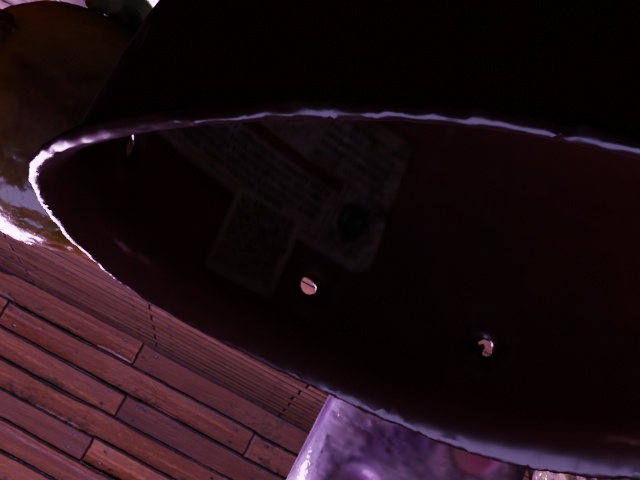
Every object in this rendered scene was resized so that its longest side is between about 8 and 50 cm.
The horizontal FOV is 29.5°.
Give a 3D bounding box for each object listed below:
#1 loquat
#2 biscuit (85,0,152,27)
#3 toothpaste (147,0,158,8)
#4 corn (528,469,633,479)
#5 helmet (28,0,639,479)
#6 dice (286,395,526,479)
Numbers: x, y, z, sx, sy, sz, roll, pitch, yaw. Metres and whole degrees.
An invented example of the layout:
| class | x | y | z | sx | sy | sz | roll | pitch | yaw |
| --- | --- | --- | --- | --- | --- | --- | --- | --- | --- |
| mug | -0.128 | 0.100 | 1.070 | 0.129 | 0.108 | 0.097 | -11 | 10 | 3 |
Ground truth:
| class | x | y | z | sx | sy | sz | roll | pitch | yaw |
| --- | --- | --- | --- | --- | --- | --- | --- | --- | --- |
| loquat | -0.194 | -0.085 | 0.965 | 0.238 | 0.193 | 0.238 | 35 | -175 | -3 |
| biscuit | -0.052 | -0.143 | 0.842 | 0.273 | 0.036 | 0.187 | 29 | 165 | -4 |
| toothpaste | -0.057 | -0.188 | 0.553 | 0.077 | 0.110 | 0.327 | 23 | 165 | 27 |
| corn | 0.316 | 0.276 | 1.451 | 0.126 | 0.127 | 0.335 | 25 | 161 | 13 |
| helmet | 0.093 | -0.054 | 0.502 | 0.385 | 0.230 | 0.337 | -1 | 151 | 42 |
| dice | 0.109 | 0.314 | 1.632 | 0.271 | 0.270 | 0.270 | 27 | 166 | 3 |
